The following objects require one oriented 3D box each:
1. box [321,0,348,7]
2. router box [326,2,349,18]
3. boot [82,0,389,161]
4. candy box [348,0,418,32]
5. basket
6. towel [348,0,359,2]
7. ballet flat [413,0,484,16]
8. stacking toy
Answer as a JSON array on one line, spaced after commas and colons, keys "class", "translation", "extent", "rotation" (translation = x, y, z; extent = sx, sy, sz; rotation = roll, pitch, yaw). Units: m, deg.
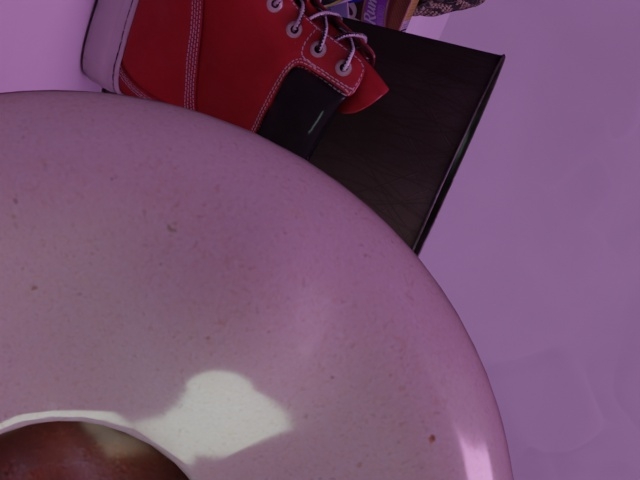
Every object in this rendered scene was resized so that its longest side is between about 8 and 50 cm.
[{"class": "box", "translation": [0.021, -0.220, 0.966], "extent": [0.207, 0.036, 0.114], "rotation": [-19, 161, -10]}, {"class": "router box", "translation": [0.000, 0.000, 1.206], "extent": [0.301, 0.082, 0.335], "rotation": [85, 1, -66]}, {"class": "boot", "translation": [-0.025, -0.165, 0.746], "extent": [0.088, 0.176, 0.244], "rotation": [-53, 164, -56]}, {"class": "candy box", "translation": [0.041, -0.247, 1.297], "extent": [0.186, 0.109, 0.053], "rotation": [-66, 174, 15]}, {"class": "basket", "translation": [-0.019, -0.077, 0.890], "extent": [0.154, 0.227, 0.204], "rotation": [-50, 164, -69]}, {"class": "towel", "translation": [0.072, -0.284, 1.094], "extent": [0.228, 0.076, 0.308], "rotation": [-32, 174, 8]}, {"class": "ballet flat", "translation": [0.189, -0.454, 1.640], "extent": [0.182, 0.164, 0.483], "rotation": [-29, 156, -31]}, {"class": "stacking toy", "translation": [-0.128, 0.093, 0.681], "extent": [0.350, 0.351, 0.480], "rotation": [-66, -168, 4]}]
